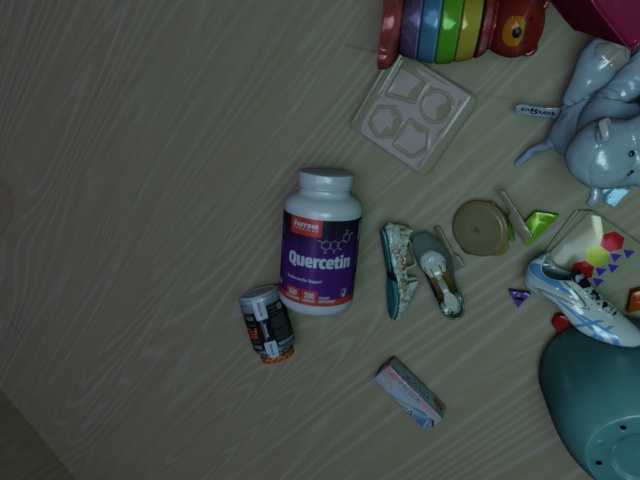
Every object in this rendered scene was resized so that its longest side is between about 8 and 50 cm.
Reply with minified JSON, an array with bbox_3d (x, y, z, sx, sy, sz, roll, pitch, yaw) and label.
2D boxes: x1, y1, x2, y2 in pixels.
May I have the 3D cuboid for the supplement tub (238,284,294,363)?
[{"bbox_3d":[-0.139,0.224,1.244,0.117,0.117,0.190,-12,99,26],"label":"supplement tub"}]

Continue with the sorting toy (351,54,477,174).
[{"bbox_3d":[0.197,-0.274,1.005,0.208,0.038,0.193,35,115,7],"label":"sorting toy"}]

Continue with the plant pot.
[{"bbox_3d":[0.579,0.326,0.872,0.293,0.235,0.292,7,111,18],"label":"plant pot"}]

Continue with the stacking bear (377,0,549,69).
[{"bbox_3d":[0.265,-0.407,0.869,0.289,0.164,0.175,9,120,10],"label":"stacking bear"}]

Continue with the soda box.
[{"bbox_3d":[0.223,0.379,1.161,0.183,0.058,0.063,44,117,8],"label":"soda box"}]

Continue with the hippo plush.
[{"bbox_3d":[0.477,-0.199,0.761,0.294,0.236,0.234,0,120,23],"label":"hippo plush"}]

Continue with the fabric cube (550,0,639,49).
[{"bbox_3d":[0.450,-0.478,0.671,0.254,0.258,0.259,44,118,-13],"label":"fabric cube"}]

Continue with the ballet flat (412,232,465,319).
[{"bbox_3d":[0.269,0.082,1.036,0.072,0.068,0.213,-24,102,12],"label":"ballet flat"}]

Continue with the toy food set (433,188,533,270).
[{"bbox_3d":[0.349,-0.023,1.006,0.192,0.039,0.132,-32,83,42],"label":"toy food set"}]

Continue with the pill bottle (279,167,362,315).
[{"bbox_3d":[0.000,0.000,1.084,0.182,0.181,0.322,11,109,21],"label":"pill bottle"}]

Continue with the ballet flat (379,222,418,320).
[{"bbox_3d":[0.190,0.073,1.082,0.077,0.091,0.240,-10,107,-7],"label":"ballet flat"}]

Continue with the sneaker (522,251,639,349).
[{"bbox_3d":[0.501,0.113,0.887,0.237,0.085,0.086,42,135,31],"label":"sneaker"}]

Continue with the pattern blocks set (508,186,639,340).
[{"bbox_3d":[0.538,0.045,0.945,0.285,0.026,0.325,46,117,6],"label":"pattern blocks set"}]
